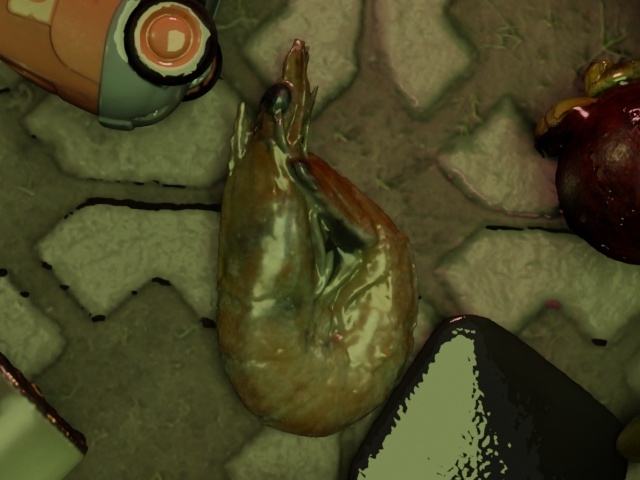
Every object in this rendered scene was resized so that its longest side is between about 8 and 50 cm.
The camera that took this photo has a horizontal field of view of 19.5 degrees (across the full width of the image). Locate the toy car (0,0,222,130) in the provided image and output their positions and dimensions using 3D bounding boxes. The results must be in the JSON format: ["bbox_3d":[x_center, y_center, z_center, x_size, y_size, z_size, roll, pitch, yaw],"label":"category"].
[{"bbox_3d":[-0.156,-0.226,1.384,0.212,0.180,0.270,19,89,-2],"label":"toy car"}]

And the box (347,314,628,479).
[{"bbox_3d":[0.139,0.186,1.518,0.212,0.042,0.201,34,86,-11],"label":"box"}]

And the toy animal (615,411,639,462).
[{"bbox_3d":[0.379,0.098,1.486,0.180,0.181,0.363,29,82,-13],"label":"toy animal"}]

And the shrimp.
[{"bbox_3d":[0.000,0.000,1.474,0.168,0.077,0.317,0,97,-21],"label":"shrimp"}]

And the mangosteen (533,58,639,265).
[{"bbox_3d":[0.255,-0.067,1.478,0.166,0.166,0.180,-26,67,-9],"label":"mangosteen"}]

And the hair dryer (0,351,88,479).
[{"bbox_3d":[-0.204,0.265,1.378,0.203,0.128,0.362,-43,84,-8],"label":"hair dryer"}]
